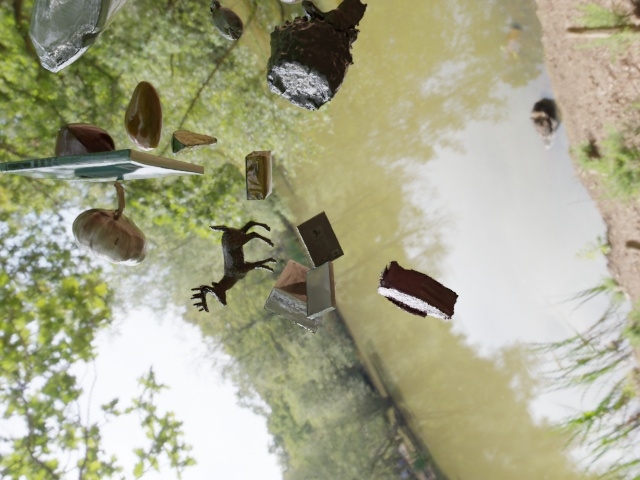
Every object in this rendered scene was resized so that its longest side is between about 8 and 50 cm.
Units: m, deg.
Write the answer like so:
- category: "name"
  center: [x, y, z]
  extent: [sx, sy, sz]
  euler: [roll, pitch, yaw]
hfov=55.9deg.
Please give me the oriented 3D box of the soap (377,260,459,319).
- category: "soap"
  center: [0.319, 0.171, 2.094]
  extent: [0.289, 0.112, 0.182]
  euler: [33, 155, -29]

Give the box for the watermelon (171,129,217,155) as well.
- category: "watermelon"
  center: [-0.406, -0.287, 1.847]
  extent: [0.092, 0.075, 0.181]
  euler: [27, -158, 11]

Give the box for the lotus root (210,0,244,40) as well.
- category: "lotus root"
  center: [-0.326, -0.758, 2.084]
  extent: [0.165, 0.088, 0.088]
  euler: [50, 174, 8]

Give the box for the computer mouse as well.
- category: "computer mouse"
  center: [-0.445, -0.489, 1.167]
  extent: [0.429, 0.145, 0.228]
  euler: [-40, 35, 49]

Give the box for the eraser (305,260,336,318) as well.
- category: "eraser"
  center: [0.000, 0.146, 1.784]
  extent: [0.023, 0.103, 0.150]
  euler: [24, -129, -39]

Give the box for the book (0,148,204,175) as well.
- category: "book"
  center: [-0.496, -0.164, 1.386]
  extent: [0.264, 0.379, 0.031]
  euler: [3, -94, -67]

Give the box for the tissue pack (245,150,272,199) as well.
- category: "tissue pack"
  center: [-0.228, -0.244, 2.244]
  extent: [0.120, 0.082, 0.169]
  euler: [-62, -26, -68]

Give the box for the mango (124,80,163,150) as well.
- category: "mango"
  center: [-0.629, -0.442, 2.144]
  extent: [0.113, 0.138, 0.253]
  euler: [-55, -22, -58]

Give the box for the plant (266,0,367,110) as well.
- category: "plant"
  center: [-0.020, -0.430, 1.375]
  extent: [0.178, 0.234, 0.204]
  euler: [24, 158, -24]

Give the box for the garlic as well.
- category: "garlic"
  center: [-0.656, -0.056, 1.909]
  extent: [0.245, 0.245, 0.253]
  euler: [-90, 16, -88]

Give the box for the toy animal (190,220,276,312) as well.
- category: "toy animal"
  center: [-0.258, 0.070, 1.733]
  extent: [0.087, 0.259, 0.244]
  euler: [-172, 73, -72]

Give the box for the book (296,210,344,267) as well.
- category: "book"
  center: [0.000, 0.000, 2.203]
  extent: [0.182, 0.127, 0.014]
  euler: [64, 160, -11]

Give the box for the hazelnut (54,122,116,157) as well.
- category: "hazelnut"
  center: [-0.803, -0.317, 2.034]
  extent: [0.208, 0.208, 0.208]
  euler: [60, 176, 7]

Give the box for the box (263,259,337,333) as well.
- category: "box"
  center: [-0.067, 0.196, 2.160]
  extent: [0.203, 0.106, 0.252]
  euler: [26, -157, 1]

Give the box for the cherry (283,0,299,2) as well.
- category: "cherry"
  center: [-0.088, -0.860, 1.896]
  extent: [0.213, 0.183, 0.266]
  euler: [114, 148, -42]
